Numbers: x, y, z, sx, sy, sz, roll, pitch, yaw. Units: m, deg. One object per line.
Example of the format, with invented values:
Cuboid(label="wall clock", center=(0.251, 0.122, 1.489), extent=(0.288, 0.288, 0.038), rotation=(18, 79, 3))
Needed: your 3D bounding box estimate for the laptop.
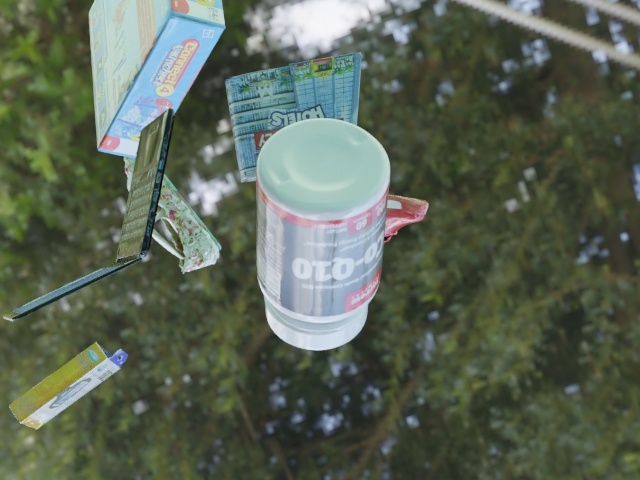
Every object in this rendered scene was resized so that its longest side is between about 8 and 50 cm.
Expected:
Cuboid(label="laptop", center=(-0.273, -0.026, 1.781), extent=(0.136, 0.264, 0.234), rotation=(11, 175, -14))

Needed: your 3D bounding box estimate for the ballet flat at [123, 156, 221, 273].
Cuboid(label="ballet flat", center=(-0.251, -0.051, 2.420), extent=(0.077, 0.241, 0.091), rotation=(-37, 180, -16))

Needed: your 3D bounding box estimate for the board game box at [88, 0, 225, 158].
Cuboid(label="board game box", center=(-0.258, -0.337, 2.340), extent=(0.302, 0.086, 0.308), rotation=(-52, -144, 42))

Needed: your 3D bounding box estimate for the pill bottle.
Cuboid(label="pill bottle", center=(0.000, 0.000, 1.913), extent=(0.161, 0.283, 0.161), rotation=(1, -132, -1))

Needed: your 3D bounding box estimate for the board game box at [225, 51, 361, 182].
Cuboid(label="board game box", center=(-0.023, -0.145, 2.110), extent=(0.194, 0.194, 0.060), rotation=(-10, 175, -1))

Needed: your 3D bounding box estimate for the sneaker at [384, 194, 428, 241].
Cuboid(label="sneaker", center=(0.071, 0.009, 2.132), extent=(0.087, 0.128, 0.221), rotation=(7, 171, -31))

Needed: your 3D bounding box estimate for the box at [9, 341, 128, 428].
Cuboid(label="box", center=(-0.282, 0.160, 1.729), extent=(0.136, 0.028, 0.081), rotation=(-38, 168, -6))
